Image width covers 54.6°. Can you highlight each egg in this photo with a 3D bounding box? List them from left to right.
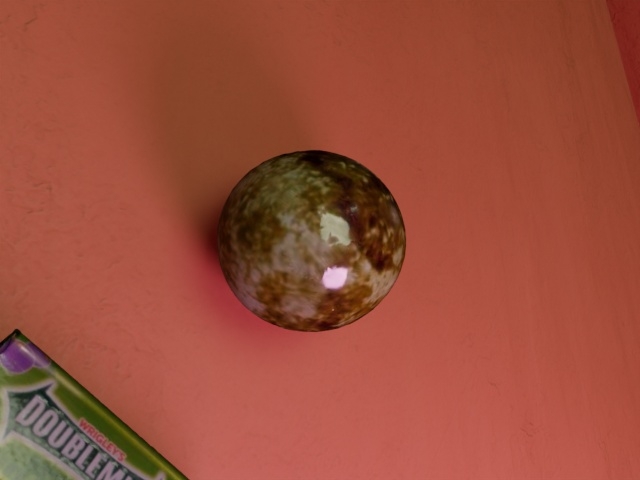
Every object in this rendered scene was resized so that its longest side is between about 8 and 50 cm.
[{"bbox_3d":[0.000,0.000,0.827,0.289,0.238,0.238,-4,74,-51],"label":"egg"}]

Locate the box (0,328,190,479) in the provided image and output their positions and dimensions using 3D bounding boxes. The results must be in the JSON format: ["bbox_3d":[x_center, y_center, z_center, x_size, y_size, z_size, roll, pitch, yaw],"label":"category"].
[{"bbox_3d":[-0.204,0.243,0.575,0.345,0.097,0.134,48,46,-13],"label":"box"}]
